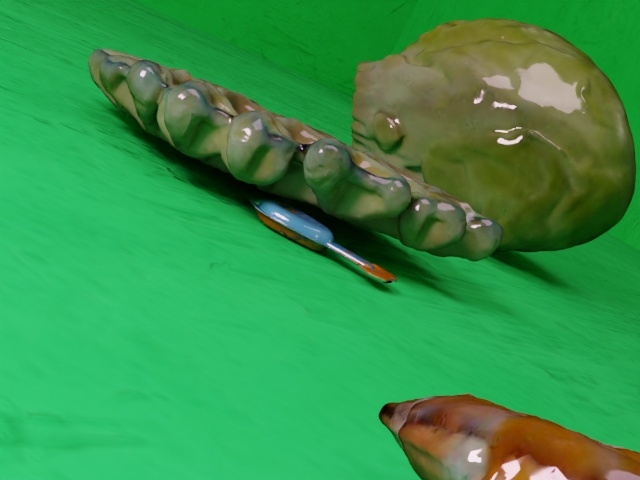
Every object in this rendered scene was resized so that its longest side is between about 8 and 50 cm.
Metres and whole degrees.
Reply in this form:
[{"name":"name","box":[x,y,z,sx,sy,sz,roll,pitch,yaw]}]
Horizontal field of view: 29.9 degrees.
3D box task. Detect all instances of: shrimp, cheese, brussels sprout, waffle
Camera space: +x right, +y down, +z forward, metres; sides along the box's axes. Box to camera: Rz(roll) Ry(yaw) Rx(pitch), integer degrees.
[{"name":"shrimp","box":[0.112,0.093,0.401,0.150,0.068,0.249,23,-4,39]},{"name":"cheese","box":[0.000,-0.001,0.772,0.111,0.017,0.047,30,12,18]},{"name":"brussels sprout","box":[0.190,-0.108,1.286,0.317,0.242,0.274,25,32,23]},{"name":"waffle","box":[-0.030,-0.066,0.890,0.292,0.056,0.309,21,6,-31]}]
